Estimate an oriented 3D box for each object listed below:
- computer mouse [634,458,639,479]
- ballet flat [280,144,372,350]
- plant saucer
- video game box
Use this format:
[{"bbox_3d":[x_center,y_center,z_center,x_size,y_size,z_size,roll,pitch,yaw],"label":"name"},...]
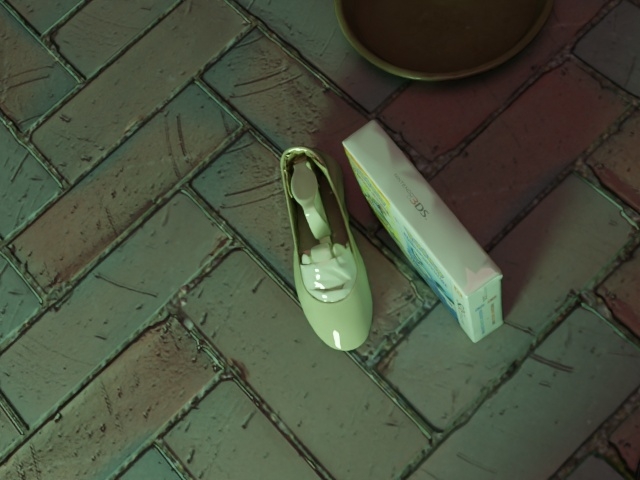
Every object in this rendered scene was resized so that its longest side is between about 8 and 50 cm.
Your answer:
[{"bbox_3d":[0.379,0.177,0.810,0.071,0.041,0.242,29,84,29],"label":"computer mouse"},{"bbox_3d":[0.000,0.000,0.926,0.086,0.086,0.248,-15,67,5],"label":"ballet flat"},{"bbox_3d":[0.156,-0.315,1.041,0.278,0.041,0.277,-4,68,9],"label":"plant saucer"},{"bbox_3d":[0.111,-0.003,0.848,0.048,0.187,0.205,-35,66,-4],"label":"video game box"}]
